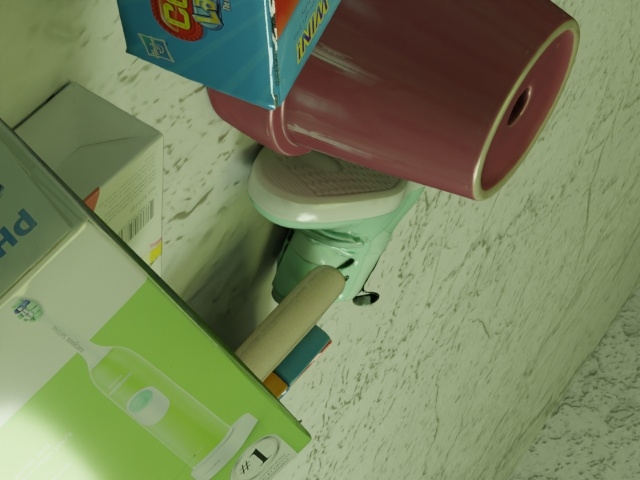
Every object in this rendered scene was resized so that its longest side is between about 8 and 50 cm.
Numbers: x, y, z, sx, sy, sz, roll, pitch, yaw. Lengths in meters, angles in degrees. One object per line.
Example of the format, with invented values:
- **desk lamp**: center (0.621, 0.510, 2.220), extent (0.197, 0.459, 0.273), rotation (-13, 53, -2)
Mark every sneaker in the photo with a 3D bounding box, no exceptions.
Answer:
- **sneaker**: center (0.001, 0.000, 1.217), extent (0.151, 0.094, 0.256), rotation (-62, 162, 17)

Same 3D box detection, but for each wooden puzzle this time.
- **wooden puzzle**: center (-0.070, 0.141, 1.233), extent (0.221, 0.044, 0.238), rotation (-47, 172, -26)

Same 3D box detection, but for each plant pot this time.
- **plant pot**: center (0.056, -0.122, 1.027), extent (0.201, 0.180, 0.201), rotation (-52, 162, -24)

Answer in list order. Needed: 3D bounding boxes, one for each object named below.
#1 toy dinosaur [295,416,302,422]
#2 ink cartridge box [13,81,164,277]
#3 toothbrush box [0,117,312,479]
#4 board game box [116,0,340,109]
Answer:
- **toy dinosaur**: center (-0.066, 0.156, 1.410), extent (0.090, 0.047, 0.082), rotation (-23, 165, -6)
- **ink cartridge box**: center (-0.146, 0.026, 0.889), extent (0.115, 0.067, 0.198), rotation (-46, 157, -36)
- **toothbrush box**: center (-0.152, 0.083, 0.728), extent (0.206, 0.122, 0.283), rotation (-44, 152, -4)
- **board game box**: center (0.002, -0.269, 0.714), extent (0.302, 0.086, 0.308), rotation (89, 26, -60)
